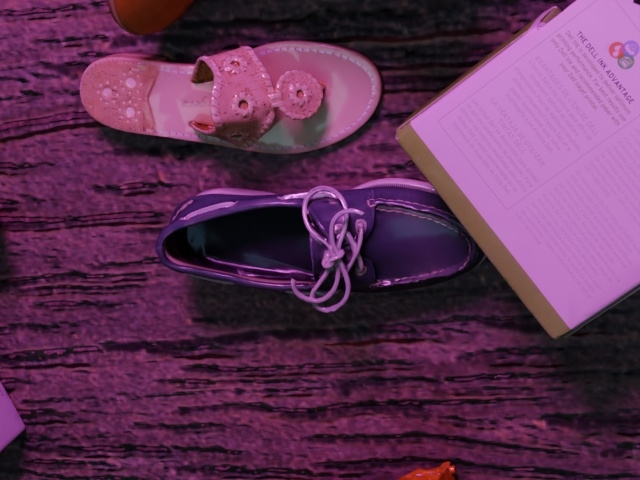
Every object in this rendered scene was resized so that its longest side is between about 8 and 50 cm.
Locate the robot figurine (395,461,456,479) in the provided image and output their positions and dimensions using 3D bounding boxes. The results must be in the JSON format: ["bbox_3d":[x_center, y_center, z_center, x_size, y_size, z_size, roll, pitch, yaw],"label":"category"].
[{"bbox_3d":[0.011,0.260,1.085,0.211,0.291,0.085,-15,103,22],"label":"robot figurine"}]

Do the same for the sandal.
[{"bbox_3d":[-0.078,-0.101,1.107,0.240,0.079,0.088,3,109,16],"label":"sandal"}]

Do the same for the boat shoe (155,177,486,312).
[{"bbox_3d":[0.000,0.000,1.117,0.254,0.079,0.095,6,109,15],"label":"boat shoe"}]

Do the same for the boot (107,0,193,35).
[{"bbox_3d":[-0.026,-0.216,0.999,0.211,0.104,0.295,37,128,17],"label":"boot"}]

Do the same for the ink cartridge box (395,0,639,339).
[{"bbox_3d":[0.211,-0.082,1.015,0.255,0.097,0.189,-37,94,23],"label":"ink cartridge box"}]

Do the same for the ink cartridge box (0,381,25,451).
[{"bbox_3d":[-0.361,0.161,1.232,0.128,0.176,0.127,-23,100,23],"label":"ink cartridge box"}]
